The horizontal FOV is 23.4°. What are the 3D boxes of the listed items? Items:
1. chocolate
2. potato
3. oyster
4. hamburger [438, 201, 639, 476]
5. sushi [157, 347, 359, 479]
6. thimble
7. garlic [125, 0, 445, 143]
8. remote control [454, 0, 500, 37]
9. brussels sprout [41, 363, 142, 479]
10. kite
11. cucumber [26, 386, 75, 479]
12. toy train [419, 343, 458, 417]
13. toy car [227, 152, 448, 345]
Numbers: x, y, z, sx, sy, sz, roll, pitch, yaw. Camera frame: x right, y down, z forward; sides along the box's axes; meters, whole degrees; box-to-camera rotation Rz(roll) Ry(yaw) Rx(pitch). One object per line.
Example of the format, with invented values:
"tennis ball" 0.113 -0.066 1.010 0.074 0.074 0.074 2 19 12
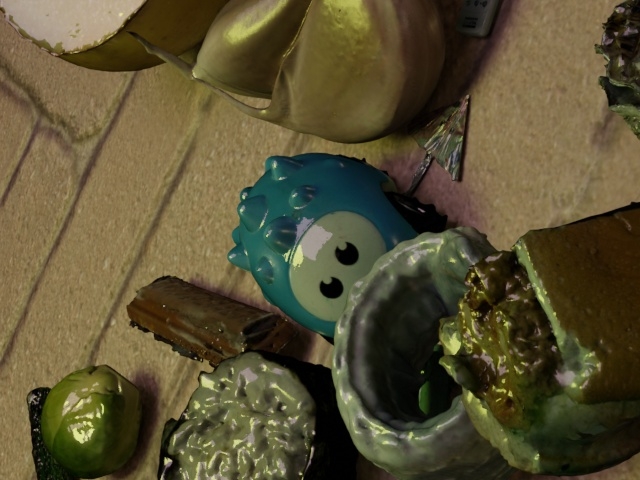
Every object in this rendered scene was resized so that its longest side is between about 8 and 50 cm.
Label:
"chocolate" -0.143 0.098 1.922 0.102 0.065 0.329 -38 27 -21
"potato" -0.261 -0.451 2.160 0.385 0.319 0.442 16 92 29
"oyster" 0.355 -0.155 1.386 0.198 0.112 0.268 -33 37 12
"hamburger" 0.241 0.084 1.280 0.168 0.288 0.192 113 143 -68
"sushi" -0.073 0.295 1.667 0.210 0.171 0.350 6 75 34
"thimble" 0.120 0.110 1.465 0.204 0.172 0.250 7 71 35
"garlic" -0.007 -0.209 1.780 0.340 0.246 0.231 -28 62 25
"remote control" 0.188 -0.288 1.738 0.053 0.018 0.124 20 90 55
"brussels sprout" -0.303 0.241 2.060 0.155 0.117 0.155 -14 61 26
"kite" 0.125 -0.099 1.740 0.157 0.011 0.139 -59 33 14
"cucumber" -0.386 0.291 2.200 0.058 0.058 0.187 -49 39 28
"toy train" 0.109 0.170 1.597 0.081 0.050 0.122 -32 47 56
"toy car" 0.000 0.000 1.698 0.255 0.190 0.189 44 112 51
